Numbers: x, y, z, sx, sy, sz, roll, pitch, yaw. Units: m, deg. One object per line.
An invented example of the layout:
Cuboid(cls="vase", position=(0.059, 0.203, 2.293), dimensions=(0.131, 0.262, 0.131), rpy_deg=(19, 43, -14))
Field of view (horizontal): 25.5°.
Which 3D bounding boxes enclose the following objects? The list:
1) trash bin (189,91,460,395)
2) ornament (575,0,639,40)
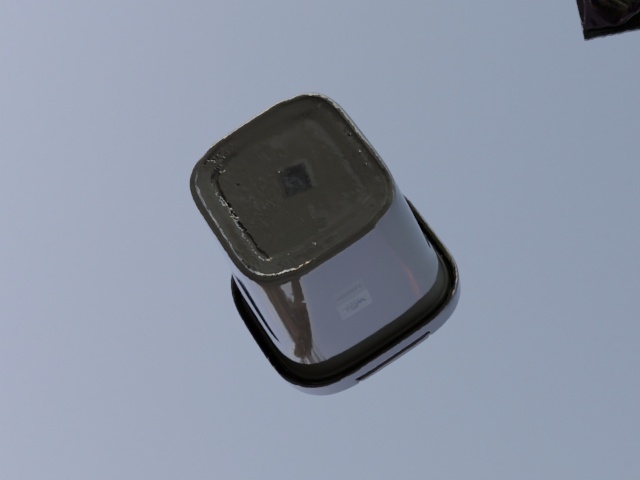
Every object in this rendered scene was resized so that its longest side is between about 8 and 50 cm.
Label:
Cuboid(cls="trash bin", position=(0.000, 0.000, 1.384), dimensions=(0.219, 0.220, 0.250), rpy_deg=(53, -4, 30))
Cuboid(cls="ornament", position=(0.259, -0.245, 1.154), dimensions=(0.203, 0.081, 0.088), rpy_deg=(79, 1, -71))
